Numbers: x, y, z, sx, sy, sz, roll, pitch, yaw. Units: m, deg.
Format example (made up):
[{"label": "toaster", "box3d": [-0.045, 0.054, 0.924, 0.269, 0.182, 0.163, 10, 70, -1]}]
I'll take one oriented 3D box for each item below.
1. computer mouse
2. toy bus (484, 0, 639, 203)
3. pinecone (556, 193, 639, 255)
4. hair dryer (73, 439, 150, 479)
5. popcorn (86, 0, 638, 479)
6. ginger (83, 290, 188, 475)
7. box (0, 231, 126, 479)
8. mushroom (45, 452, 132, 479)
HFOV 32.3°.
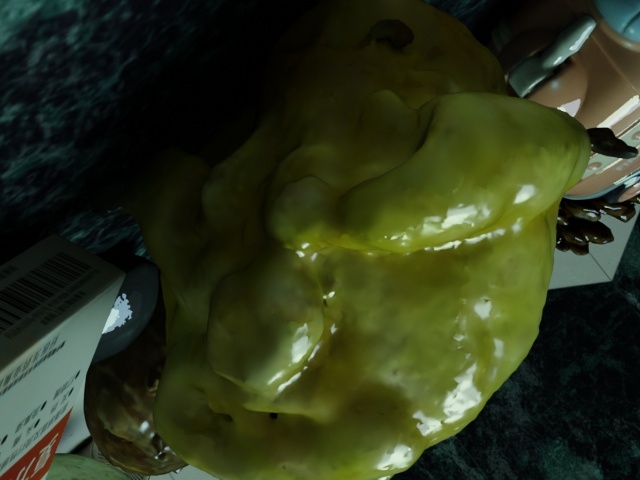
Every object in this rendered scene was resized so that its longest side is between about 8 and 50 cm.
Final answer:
[{"label": "computer mouse", "box3d": [-0.180, 0.071, 0.850, 0.172, 0.057, 0.099, -38, 174, 32]}, {"label": "toy bus", "box3d": [0.259, -0.167, 0.978, 0.287, 0.194, 0.232, -41, 159, 29]}, {"label": "pinecone", "box3d": [0.290, -0.108, 1.284, 0.224, 0.224, 0.272, -25, 153, -54]}, {"label": "hair dryer", "box3d": [-0.413, 0.377, 1.538, 0.189, 0.107, 0.344, -39, 163, 29]}, {"label": "popcorn", "box3d": [0.000, 0.000, 0.662, 0.297, 0.281, 0.316, -105, -149, -61]}, {"label": "ginger", "box3d": [-0.057, 0.076, 0.997, 0.418, 0.176, 0.254, -35, 179, 24]}, {"label": "box", "box3d": [-0.231, 0.148, 0.562, 0.214, 0.069, 0.353, -65, 172, 23]}, {"label": "mushroom", "box3d": [-0.344, 0.397, 1.280, 0.352, 0.260, 0.352, -39, 168, -10]}]
